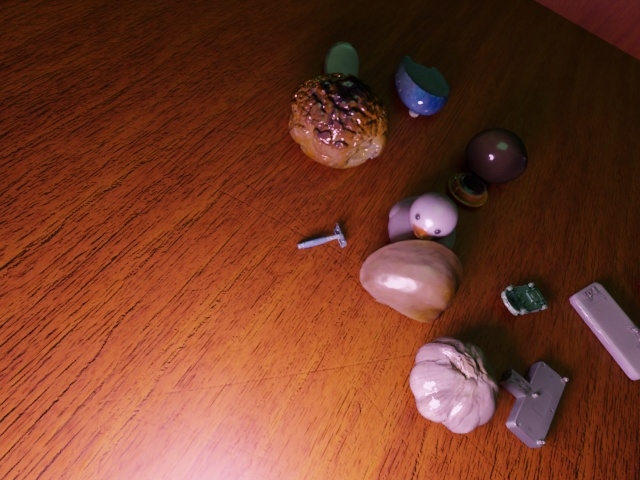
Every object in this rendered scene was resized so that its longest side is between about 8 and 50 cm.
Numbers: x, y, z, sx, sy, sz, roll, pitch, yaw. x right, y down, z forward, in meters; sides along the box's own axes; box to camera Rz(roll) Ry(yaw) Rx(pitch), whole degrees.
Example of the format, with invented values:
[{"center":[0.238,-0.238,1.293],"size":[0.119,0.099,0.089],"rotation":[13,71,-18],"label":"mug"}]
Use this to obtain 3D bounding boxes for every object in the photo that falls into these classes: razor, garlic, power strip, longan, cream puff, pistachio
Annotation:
[{"center":[0.000,0.000,1.187],"size":[0.134,0.040,0.068],"rotation":[-15,64,-19],"label":"razor"},{"center":[0.324,0.334,1.008],"size":[0.227,0.152,0.228],"rotation":[10,60,-18],"label":"garlic"},{"center":[0.538,0.398,1.088],"size":[0.145,0.061,0.215],"rotation":[40,56,8],"label":"power strip"},{"center":[0.606,-0.291,1.461],"size":[0.220,0.196,0.197],"rotation":[8,56,-32],"label":"longan"},{"center":[0.071,-0.390,1.334],"size":[0.342,0.231,0.327],"rotation":[14,53,-8],"label":"cream puff"},{"center":[0.239,0.092,1.115],"size":[0.260,0.163,0.213],"rotation":[21,95,-3],"label":"pistachio"}]

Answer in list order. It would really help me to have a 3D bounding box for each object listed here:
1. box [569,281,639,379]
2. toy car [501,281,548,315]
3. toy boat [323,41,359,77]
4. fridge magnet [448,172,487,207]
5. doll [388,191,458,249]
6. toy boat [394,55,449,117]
[{"center":[0.902,0.270,1.292],"size":[0.142,0.044,0.285],"rotation":[-20,67,-24],"label":"box"},{"center":[0.595,0.176,1.246],"size":[0.186,0.058,0.094],"rotation":[-3,59,-32],"label":"toy car"},{"center":[0.078,-0.657,1.607],"size":[0.134,0.079,0.208],"rotation":[6,68,-4],"label":"toy boat"},{"center":[0.503,-0.175,1.433],"size":[0.142,0.063,0.143],"rotation":[6,57,-9],"label":"fridge magnet"},{"center":[0.309,-0.062,1.207],"size":[0.221,0.221,0.251],"rotation":[37,44,7],"label":"doll"},{"center":[0.381,-0.586,1.642],"size":[0.215,0.123,0.330],"rotation":[16,44,-17],"label":"toy boat"}]
